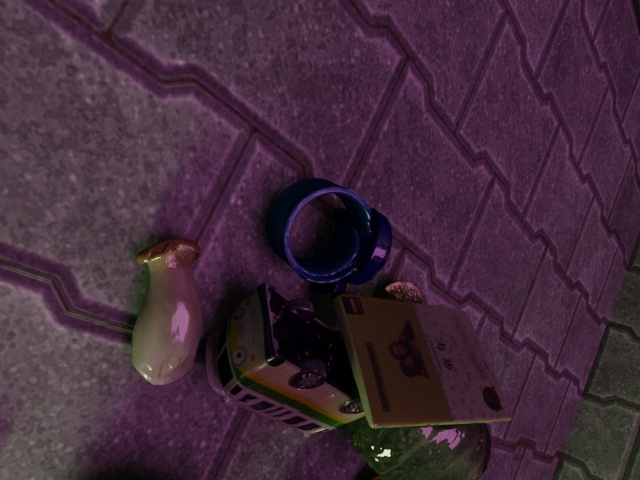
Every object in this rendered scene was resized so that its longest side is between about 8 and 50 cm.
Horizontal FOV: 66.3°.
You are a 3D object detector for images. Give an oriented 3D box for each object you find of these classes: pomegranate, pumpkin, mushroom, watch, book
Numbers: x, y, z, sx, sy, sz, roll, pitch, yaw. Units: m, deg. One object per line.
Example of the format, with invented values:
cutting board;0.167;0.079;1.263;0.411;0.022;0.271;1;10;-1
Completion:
pomegranate;0.166;0.175;1.058;0.143;0.122;0.169;51;27;-34
pumpkin;0.192;0.373;1.032;0.257;0.291;0.327;-37;111;2
mushroom;-0.219;0.102;0.705;0.097;0.088;0.212;1;96;-11
watch;0.006;-0.006;0.853;0.200;0.171;0.196;24;85;-30
book;0.196;0.220;0.902;0.352;0.239;0.035;12;137;-34

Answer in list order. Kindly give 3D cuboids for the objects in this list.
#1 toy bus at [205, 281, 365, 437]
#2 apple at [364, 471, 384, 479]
toy bus;-0.049;0.216;0.827;0.179;0.143;0.305;-30;135;18
apple;0.154;0.639;1.159;0.158;0.156;0.147;-52;141;-35
